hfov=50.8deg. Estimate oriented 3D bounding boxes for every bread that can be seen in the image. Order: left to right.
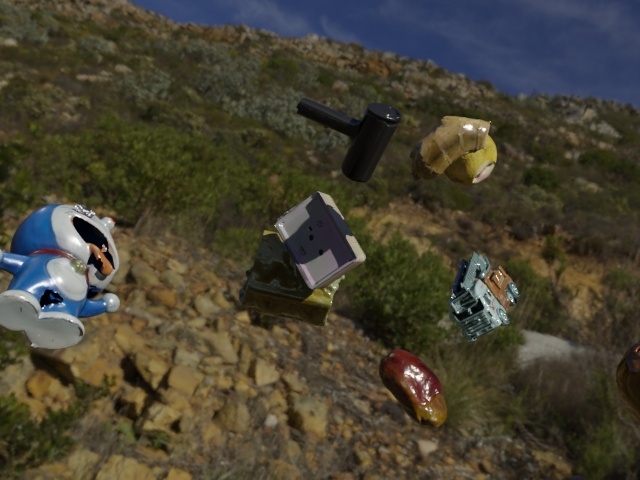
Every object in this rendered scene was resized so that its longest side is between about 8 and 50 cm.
[{"bbox_3d":[-0.072,0.099,1.766,0.252,0.196,0.238,20,-35,-3],"label":"bread"}]

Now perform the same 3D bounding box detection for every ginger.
[{"bbox_3d":[0.258,-0.191,1.352,0.095,0.190,0.069,49,8,-36],"label":"ginger"}]

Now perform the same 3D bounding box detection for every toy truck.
[{"bbox_3d":[0.457,0.160,1.961,0.133,0.338,0.184,-34,-89,30],"label":"toy truck"}]

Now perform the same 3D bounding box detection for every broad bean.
[{"bbox_3d":[0.251,0.390,1.784,0.228,0.122,0.156,47,8,14],"label":"broad bean"}]

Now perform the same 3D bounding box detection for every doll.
[{"bbox_3d":[-0.394,0.044,1.009,0.215,0.161,0.257,45,16,-30],"label":"doll"}]

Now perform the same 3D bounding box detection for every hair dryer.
[{"bbox_3d":[0.053,-0.282,1.680,0.251,0.089,0.197,29,-55,7],"label":"hair dryer"}]

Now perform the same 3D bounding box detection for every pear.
[{"bbox_3d":[0.447,-0.252,2.025,0.178,0.178,0.178,25,-13,6],"label":"pear"}]

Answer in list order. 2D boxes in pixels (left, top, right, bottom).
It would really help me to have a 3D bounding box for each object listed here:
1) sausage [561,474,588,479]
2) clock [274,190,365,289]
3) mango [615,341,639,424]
[{"bbox_3d":[0.313,0.441,0.902,0.087,0.326,0.079,42,-47,-6],"label":"sausage"},{"bbox_3d":[0.000,0.000,1.586,0.192,0.147,0.071,60,20,15],"label":"clock"},{"bbox_3d":[0.518,0.223,0.907,0.249,0.151,0.156,28,-49,46],"label":"mango"}]
